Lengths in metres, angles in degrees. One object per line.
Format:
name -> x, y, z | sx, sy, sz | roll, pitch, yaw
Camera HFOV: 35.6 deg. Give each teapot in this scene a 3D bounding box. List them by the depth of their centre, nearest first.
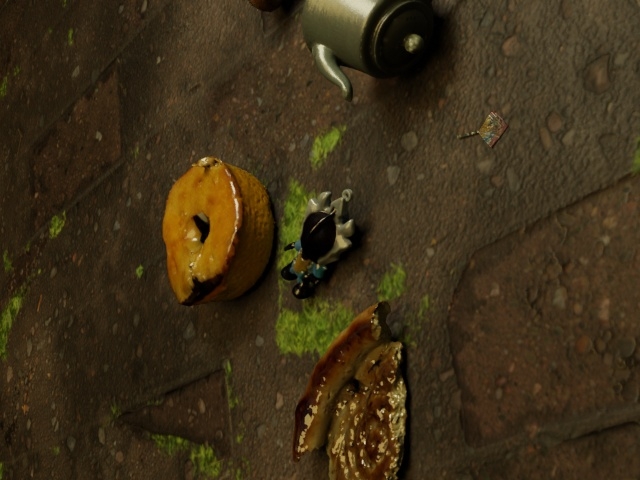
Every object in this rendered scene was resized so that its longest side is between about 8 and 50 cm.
teapot -> 0.088, -0.290, 1.310 | 0.239, 0.162, 0.149 | -47, 50, -4

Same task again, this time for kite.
kite -> 0.201, -0.131, 1.236 | 0.078, 0.002, 0.044 | -37, 56, 42

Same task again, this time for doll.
doll -> 0.000, 0.000, 1.423 | 0.096, 0.070, 0.195 | 52, 132, 25

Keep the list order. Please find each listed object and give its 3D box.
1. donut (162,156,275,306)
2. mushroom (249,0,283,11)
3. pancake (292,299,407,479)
donut -> -0.176, -0.013, 1.617 | 0.253, 0.118, 0.254 | -12, 74, 48
mushroom -> -0.084, -0.429, 1.588 | 0.085, 0.109, 0.126 | -1, 66, 57
pancake -> 0.032, 0.218, 1.347 | 0.212, 0.056, 0.258 | -12, 74, 52
